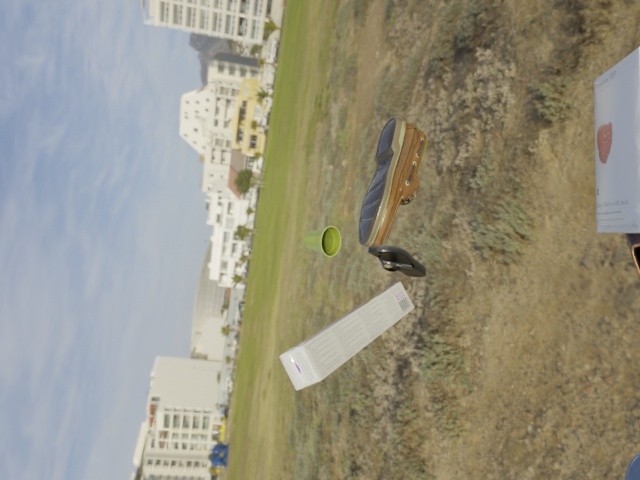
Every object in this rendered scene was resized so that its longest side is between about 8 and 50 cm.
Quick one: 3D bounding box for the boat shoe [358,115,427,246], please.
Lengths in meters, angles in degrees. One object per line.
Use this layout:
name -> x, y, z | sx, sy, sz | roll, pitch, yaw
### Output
boat shoe -> 0.170, -0.122, 1.077 | 0.110, 0.104, 0.307 | -11, 60, 69

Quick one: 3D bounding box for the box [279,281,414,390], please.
box -> 0.062, 0.160, 0.879 | 0.063, 0.324, 0.067 | -34, 83, 40

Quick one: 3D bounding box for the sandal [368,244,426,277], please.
sandal -> 0.242, 0.073, 1.488 | 0.097, 0.254, 0.054 | -9, 62, 46

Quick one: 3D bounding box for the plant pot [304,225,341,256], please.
plant pot -> 0.000, 0.000, 1.314 | 0.079, 0.083, 0.083 | 5, 87, 42

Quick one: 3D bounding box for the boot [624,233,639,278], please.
boot -> 0.600, 0.027, 0.901 | 0.096, 0.280, 0.264 | -14, 78, 42

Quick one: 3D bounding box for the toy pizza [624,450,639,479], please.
toy pizza -> 0.666, 0.459, 0.888 | 0.201, 0.032, 0.201 | -39, 22, 19

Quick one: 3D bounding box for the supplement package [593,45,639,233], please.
supplement package -> 0.587, -0.159, 0.822 | 0.177, 0.175, 0.293 | -3, -88, -82
